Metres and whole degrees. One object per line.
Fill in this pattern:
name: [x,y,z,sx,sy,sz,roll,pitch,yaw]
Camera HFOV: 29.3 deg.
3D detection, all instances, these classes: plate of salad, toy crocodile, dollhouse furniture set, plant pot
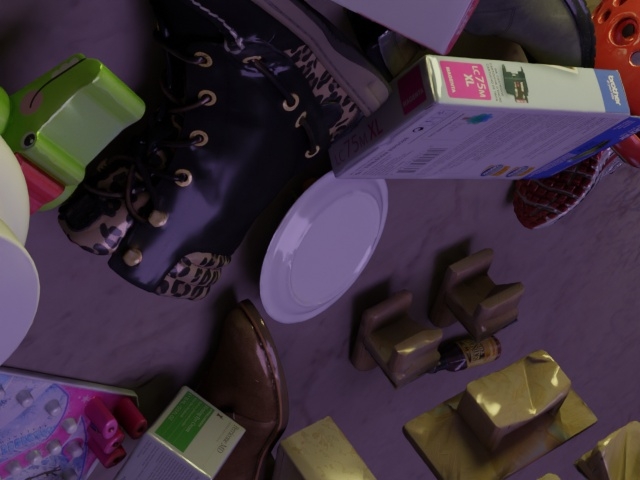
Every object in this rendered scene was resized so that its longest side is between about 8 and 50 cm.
plate of salad: [0.000,0.000,1.335,0.200,0.048,0.200,-35,143,-32]
toy crocodile: [-0.287,-0.031,0.927,0.340,0.105,0.115,-27,146,9]
dollhouse furniture set: [0.143,0.278,1.483,0.394,0.362,0.256,-25,151,-25]
plant pot: [0.373,-0.191,1.406,0.174,0.191,0.191,-46,145,13]

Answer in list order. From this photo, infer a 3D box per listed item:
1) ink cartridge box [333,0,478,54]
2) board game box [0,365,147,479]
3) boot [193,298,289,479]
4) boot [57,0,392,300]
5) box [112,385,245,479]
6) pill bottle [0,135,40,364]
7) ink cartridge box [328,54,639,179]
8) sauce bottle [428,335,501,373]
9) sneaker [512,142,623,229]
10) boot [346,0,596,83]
ink cartridge box: [0.077,-0.265,0.976,0.218,0.158,0.092,-60,175,-44]
board game box: [-0.406,0.289,1.209,0.390,0.050,0.390,21,108,-52]
boot: [-0.110,0.194,1.375,0.115,0.112,0.305,-13,136,-23]
boot: [-0.121,-0.107,1.043,0.284,0.138,0.377,-51,149,7]
box: [-0.153,0.234,1.307,0.102,0.087,0.101,-54,179,31]
pill bottle: [-0.300,-0.046,0.752,0.181,0.323,0.181,-27,141,-24]
ink cartridge box: [0.183,-0.121,1.278,0.311,0.065,0.186,1,160,-33]
sauce bottle: [0.195,0.160,1.689,0.128,0.042,0.042,-12,133,-40]
sneaker: [0.338,-0.097,1.544,0.225,0.088,0.093,-45,148,2]
boot: [0.142,-0.226,1.226,0.222,0.118,0.338,-36,139,-1]
